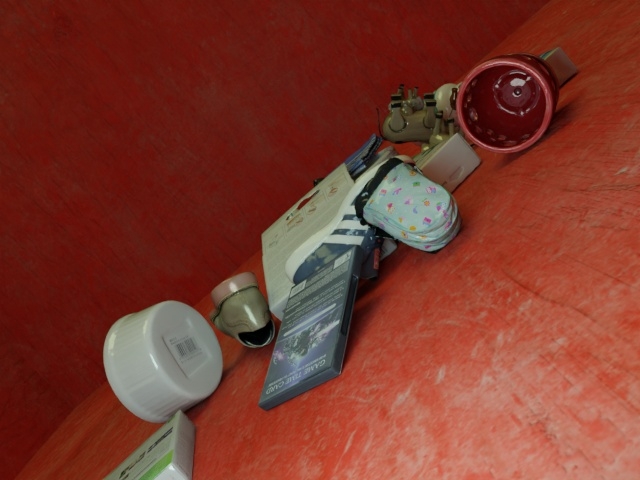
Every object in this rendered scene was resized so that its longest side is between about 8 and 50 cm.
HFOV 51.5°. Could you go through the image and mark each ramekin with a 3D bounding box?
[{"bbox_3d":[-0.359,0.277,1.569,0.135,0.277,0.277,-29,12,25],"label":"ramekin"}]

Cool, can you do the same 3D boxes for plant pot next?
[{"bbox_3d":[0.392,-0.293,1.370,0.191,0.191,0.174,-36,5,34],"label":"plant pot"}]

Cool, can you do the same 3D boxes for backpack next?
[{"bbox_3d":[0.162,-0.057,1.196,0.152,0.182,0.115,-54,-30,0],"label":"backpack"}]

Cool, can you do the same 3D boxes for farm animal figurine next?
[{"bbox_3d":[0.320,-0.319,1.897,0.327,0.172,0.330,8,31,20],"label":"farm animal figurine"}]

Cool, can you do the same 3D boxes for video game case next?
[{"bbox_3d":[-0.014,0.150,1.171,0.196,0.026,0.274,-35,28,38],"label":"video game case"}]

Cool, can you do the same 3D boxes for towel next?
[{"bbox_3d":[0.062,-0.196,1.910,0.243,0.040,0.336,-38,7,23],"label":"towel"}]

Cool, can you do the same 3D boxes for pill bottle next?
[{"bbox_3d":[0.406,-0.425,2.212,0.146,0.146,0.264,-46,10,-35],"label":"pill bottle"}]

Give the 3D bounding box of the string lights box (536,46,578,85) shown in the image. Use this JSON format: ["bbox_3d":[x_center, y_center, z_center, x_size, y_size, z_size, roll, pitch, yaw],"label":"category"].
[{"bbox_3d":[0.537,-0.406,1.703,0.133,0.077,0.259,-42,7,4],"label":"string lights box"}]

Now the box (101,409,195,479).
[{"bbox_3d":[-0.339,0.456,1.239,0.232,0.058,0.322,-42,6,-5],"label":"box"}]

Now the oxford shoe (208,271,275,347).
[{"bbox_3d":[-0.183,0.204,1.601,0.140,0.146,0.397,-27,-16,-9],"label":"oxford shoe"}]

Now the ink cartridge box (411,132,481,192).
[{"bbox_3d":[0.257,-0.153,1.596,0.160,0.092,0.219,-45,8,-21],"label":"ink cartridge box"}]

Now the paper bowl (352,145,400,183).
[{"bbox_3d":[0.130,-0.118,1.818,0.284,0.148,0.284,-41,7,6],"label":"paper bowl"}]

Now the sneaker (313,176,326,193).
[{"bbox_3d":[0.063,-0.214,2.234,0.162,0.106,0.281,6,39,11],"label":"sneaker"}]

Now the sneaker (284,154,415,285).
[{"bbox_3d":[0.093,-0.008,1.332,0.350,0.148,0.131,-49,-25,11],"label":"sneaker"}]

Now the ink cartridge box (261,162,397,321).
[{"bbox_3d":[0.000,0.000,1.607,0.308,0.091,0.385,-40,25,12],"label":"ink cartridge box"}]

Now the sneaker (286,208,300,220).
[{"bbox_3d":[-0.060,-0.018,2.218,0.086,0.085,0.237,-26,44,19],"label":"sneaker"}]
